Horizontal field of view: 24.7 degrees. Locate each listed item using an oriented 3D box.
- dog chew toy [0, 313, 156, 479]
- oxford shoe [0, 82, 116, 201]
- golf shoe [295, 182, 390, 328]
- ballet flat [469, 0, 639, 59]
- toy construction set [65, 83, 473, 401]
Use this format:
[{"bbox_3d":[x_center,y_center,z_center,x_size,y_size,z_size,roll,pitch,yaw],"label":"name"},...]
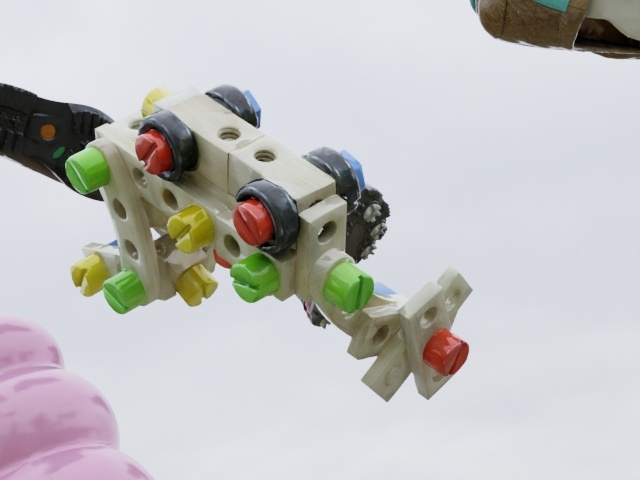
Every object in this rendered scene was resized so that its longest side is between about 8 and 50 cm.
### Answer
[{"bbox_3d":[-0.267,0.212,1.360,0.207,0.331,0.206,-22,-23,-10],"label":"dog chew toy"},{"bbox_3d":[-0.269,-0.102,1.425,0.096,0.082,0.227,13,-11,47],"label":"oxford shoe"},{"bbox_3d":[0.000,0.000,1.723,0.105,0.120,0.273,-30,-21,-25],"label":"golf shoe"},{"bbox_3d":[0.265,-0.194,1.184,0.124,0.116,0.342,28,22,38],"label":"ballet flat"},{"bbox_3d":[-0.049,0.005,1.032,0.328,0.151,0.215,23,-47,24],"label":"toy construction set"}]
